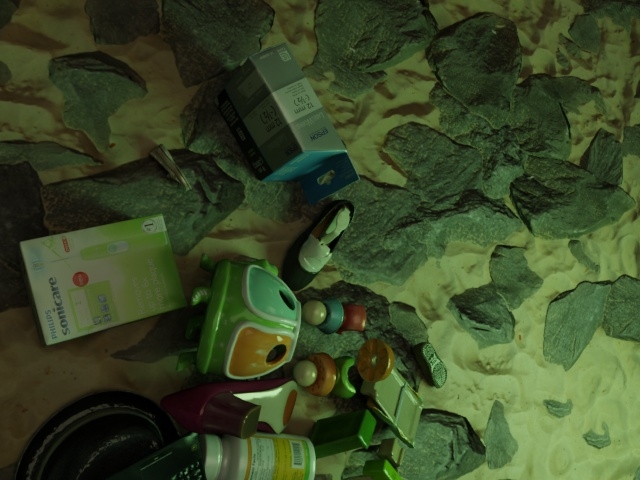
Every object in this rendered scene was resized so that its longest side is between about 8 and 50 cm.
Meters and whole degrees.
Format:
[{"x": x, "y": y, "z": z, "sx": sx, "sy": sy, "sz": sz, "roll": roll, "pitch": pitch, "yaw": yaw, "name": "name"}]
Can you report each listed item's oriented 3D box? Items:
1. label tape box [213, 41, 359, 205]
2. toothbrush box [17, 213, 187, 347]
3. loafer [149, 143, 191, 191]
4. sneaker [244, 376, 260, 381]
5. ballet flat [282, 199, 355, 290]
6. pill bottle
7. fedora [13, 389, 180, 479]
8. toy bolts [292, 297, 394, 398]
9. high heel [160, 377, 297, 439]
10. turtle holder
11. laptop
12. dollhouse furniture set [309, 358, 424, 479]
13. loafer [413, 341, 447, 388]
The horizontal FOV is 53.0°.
[{"x": -0.086, "y": -0.243, "z": 1.500, "sx": 0.115, "sy": 0.249, "sz": 0.347, "roll": -30, "pitch": 94, "yaw": -30, "name": "label tape box"}, {"x": -0.446, "y": 0.080, "z": 1.317, "sx": 0.283, "sy": 0.122, "sz": 0.206, "roll": -13, "pitch": 86, "yaw": -28, "name": "toothbrush box"}, {"x": -0.344, "y": -0.161, "z": 1.470, "sx": 0.039, "sy": 0.045, "sz": 0.125, "roll": -34, "pitch": 90, "yaw": -12, "name": "loafer"}, {"x": -0.166, "y": 0.340, "z": 1.457, "sx": 0.044, "sy": 0.040, "sz": 0.109, "roll": 14, "pitch": 73, "yaw": -23, "name": "sneaker"}, {"x": 0.000, "y": 0.000, "z": 1.584, "sx": 0.095, "sy": 0.096, "sz": 0.280, "roll": 39, "pitch": 65, "yaw": -16, "name": "ballet flat"}, {"x": -0.147, "y": 0.480, "z": 1.382, "sx": 0.246, "sy": 0.136, "sz": 0.136, "roll": 14, "pitch": 73, "yaw": -25, "name": "pill bottle"}, {"x": -0.414, "y": 0.453, "z": 1.231, "sx": 0.334, "sy": 0.152, "sz": 0.334, "roll": 6, "pitch": 77, "yaw": -24, "name": "fedora"}, {"x": 0.038, "y": 0.237, "z": 1.489, "sx": 0.158, "sy": 0.218, "sz": 0.228, "roll": 17, "pitch": 60, "yaw": -39, "name": "toy bolts"}, {"x": -0.172, "y": 0.334, "z": 1.356, "sx": 0.181, "sy": 0.377, "sz": 0.127, "roll": 13, "pitch": 83, "yaw": 17, "name": "high heel"}, {"x": -0.168, "y": 0.166, "z": 1.382, "sx": 0.227, "sy": 0.320, "sz": 0.243, "roll": 12, "pitch": 92, "yaw": -8, "name": "turtle holder"}, {"x": -0.259, "y": 0.524, "z": 1.156, "sx": 0.234, "sy": 0.136, "sz": 0.264, "roll": -19, "pitch": 106, "yaw": -45, "name": "laptop"}, {"x": 0.120, "y": 0.452, "z": 1.571, "sx": 0.197, "sy": 0.151, "sz": 0.301, "roll": 54, "pitch": 33, "yaw": -16, "name": "dollhouse furniture set"}, {"x": 0.290, "y": 0.326, "z": 1.699, "sx": 0.056, "sy": 0.050, "sz": 0.148, "roll": -33, "pitch": 111, "yaw": -26, "name": "loafer"}]
